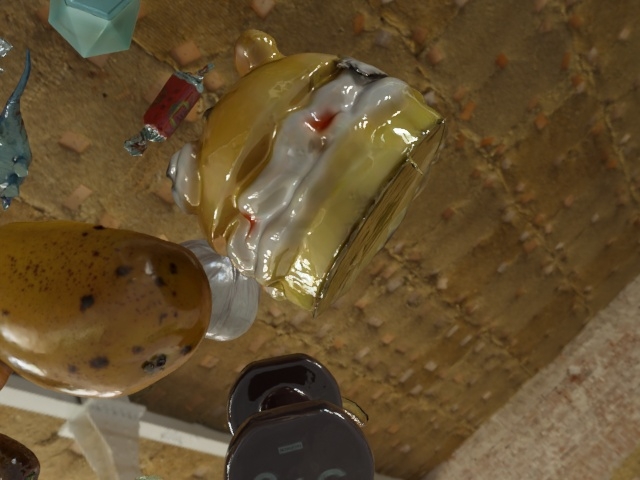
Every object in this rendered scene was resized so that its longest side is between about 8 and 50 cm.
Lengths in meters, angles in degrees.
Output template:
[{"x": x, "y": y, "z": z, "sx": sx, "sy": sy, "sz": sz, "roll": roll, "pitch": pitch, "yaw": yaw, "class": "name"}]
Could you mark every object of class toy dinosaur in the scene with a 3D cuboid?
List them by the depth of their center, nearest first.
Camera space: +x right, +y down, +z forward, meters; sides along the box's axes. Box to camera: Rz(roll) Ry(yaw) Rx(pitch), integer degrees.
[{"x": -0.501, "y": -0.129, "z": 0.970, "sx": 0.076, "sy": 0.144, "sz": 0.329, "roll": 12, "pitch": -50, "yaw": -20, "class": "toy dinosaur"}]

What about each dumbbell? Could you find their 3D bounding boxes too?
[{"x": -0.031, "y": 0.203, "z": 0.629, "sx": 0.140, "sy": 0.225, "sz": 0.124, "roll": -9, "pitch": -85, "yaw": -6, "class": "dumbbell"}]

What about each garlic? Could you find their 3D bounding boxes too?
[{"x": -0.307, "y": 0.126, "z": 1.669, "sx": 0.317, "sy": 0.317, "sz": 0.259, "roll": 28, "pitch": -76, "yaw": -46, "class": "garlic"}]

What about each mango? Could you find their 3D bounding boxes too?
[{"x": -0.267, "y": 0.070, "z": 0.674, "sx": 0.160, "sy": 0.290, "sz": 0.191, "roll": 83, "pitch": -156, "yaw": -70, "class": "mango"}]

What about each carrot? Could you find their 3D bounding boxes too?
[{"x": -0.410, "y": 0.207, "z": 0.665, "sx": 0.059, "sy": 0.248, "sz": 0.059, "roll": -58, "pitch": -15, "yaw": -25, "class": "carrot"}]

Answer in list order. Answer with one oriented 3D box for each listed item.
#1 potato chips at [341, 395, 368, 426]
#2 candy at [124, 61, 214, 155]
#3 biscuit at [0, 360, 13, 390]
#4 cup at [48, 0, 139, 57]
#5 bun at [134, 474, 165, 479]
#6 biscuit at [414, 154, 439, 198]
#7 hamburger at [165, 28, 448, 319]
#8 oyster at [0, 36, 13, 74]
[{"x": 0.035, "y": 0.285, "z": 1.049, "sx": 0.204, "sy": 0.037, "sz": 0.026, "roll": 45, "pitch": -130, "yaw": -45, "class": "potato chips"}, {"x": -0.345, "y": -0.311, "z": 1.403, "sx": 0.292, "sy": 0.086, "sz": 0.059, "roll": -57, "pitch": -26, "yaw": -12, "class": "candy"}, {"x": -0.586, "y": 0.222, "z": 0.943, "sx": 0.306, "sy": 0.284, "sz": 0.043, "roll": -23, "pitch": -56, "yaw": 5, "class": "biscuit"}, {"x": -0.335, "y": -0.366, "z": 0.901, "sx": 0.148, "sy": 0.235, "sz": 0.134, "roll": 43, "pitch": -100, "yaw": -19, "class": "cup"}, {"x": -0.343, "y": 0.483, "z": 1.174, "sx": 0.086, "sy": 0.055, "sz": 0.086, "roll": -22, "pitch": -11, "yaw": -5, "class": "bun"}, {"x": 0.168, "y": -0.165, "z": 1.246, "sx": 0.041, "sy": 0.260, "sz": 0.203, "roll": 12, "pitch": -96, "yaw": -22, "class": "biscuit"}, {"x": -0.020, "y": -0.078, "z": 0.636, "sx": 0.276, "sy": 0.237, "sz": 0.276, "roll": -52, "pitch": -11, "yaw": -14, "class": "hamburger"}, {"x": -0.716, "y": -0.356, "z": 1.095, "sx": 0.271, "sy": 0.275, "sz": 0.100, "roll": 18, "pitch": -72, "yaw": -4, "class": "oyster"}]
